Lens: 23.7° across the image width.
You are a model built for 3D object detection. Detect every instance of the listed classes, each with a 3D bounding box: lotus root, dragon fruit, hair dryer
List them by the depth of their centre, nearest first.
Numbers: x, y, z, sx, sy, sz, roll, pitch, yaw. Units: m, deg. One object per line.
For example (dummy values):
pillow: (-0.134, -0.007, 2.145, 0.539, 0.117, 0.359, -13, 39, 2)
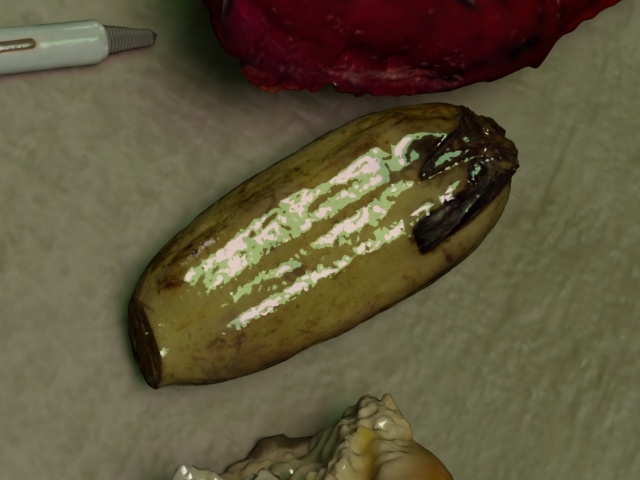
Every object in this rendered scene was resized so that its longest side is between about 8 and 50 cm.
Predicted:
dragon fruit: (0.042, -0.227, 0.865, 0.302, 0.240, 0.330, 44, 64, 10)
hair dryer: (-0.176, -0.093, 0.878, 0.183, 0.044, 0.154, 4, 85, -21)
lotus root: (0.000, 0.000, 0.899, 0.258, 0.097, 0.110, -28, 86, -12)

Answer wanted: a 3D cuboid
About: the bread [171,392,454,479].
bread: (-0.032, 0.251, 0.797, 0.316, 0.211, 0.270, -21, 92, -17)
